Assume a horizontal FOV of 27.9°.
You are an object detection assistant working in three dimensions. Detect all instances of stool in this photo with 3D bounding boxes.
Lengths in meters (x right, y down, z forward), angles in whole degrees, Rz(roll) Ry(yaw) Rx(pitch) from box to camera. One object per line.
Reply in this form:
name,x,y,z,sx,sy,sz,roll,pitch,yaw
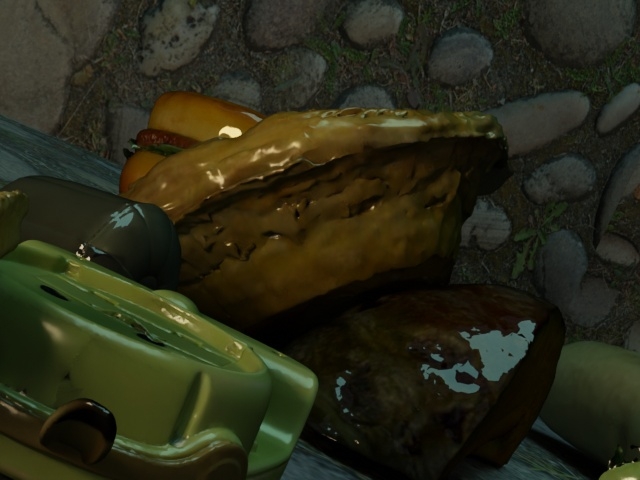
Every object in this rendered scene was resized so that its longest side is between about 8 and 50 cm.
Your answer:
stool,-0.142,0.013,0.741,0.110,0.096,0.096,20,0,27

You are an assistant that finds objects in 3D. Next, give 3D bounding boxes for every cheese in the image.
cheese,0.334,0.190,1.246,0.328,0.130,0.351,29,2,24

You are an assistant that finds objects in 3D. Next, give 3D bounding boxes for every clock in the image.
clock,-0.097,0.056,0.536,0.170,0.069,0.232,26,3,8

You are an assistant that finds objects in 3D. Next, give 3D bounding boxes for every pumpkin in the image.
pumpkin,0.074,0.078,0.935,0.169,0.148,0.312,31,0,19

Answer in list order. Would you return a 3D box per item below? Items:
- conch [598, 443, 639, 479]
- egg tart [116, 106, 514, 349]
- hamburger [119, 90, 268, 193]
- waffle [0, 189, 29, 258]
conch,0.281,0.177,0.770,0.250,0.143,0.137,32,46,17
egg tart,-0.002,0.000,0.975,0.341,0.341,0.129,19,51,-66
hamburger,-0.092,-0.034,1.299,0.246,0.170,0.246,24,-10,4
waffle,-0.215,-0.007,0.455,0.191,0.032,0.125,6,14,5
